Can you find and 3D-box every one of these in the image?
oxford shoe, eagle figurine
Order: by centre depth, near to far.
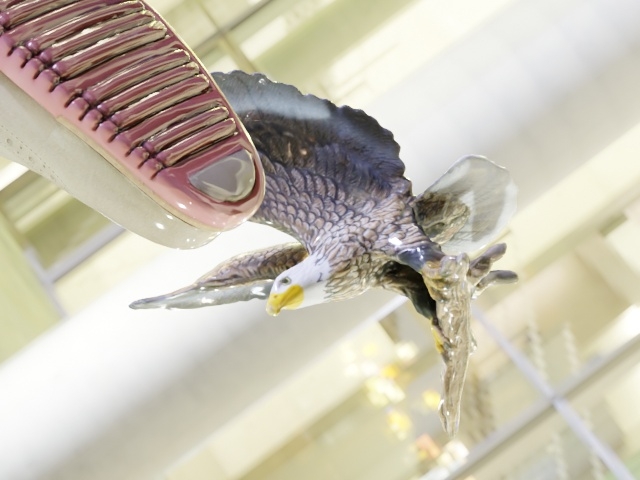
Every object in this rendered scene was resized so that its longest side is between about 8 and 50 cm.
[{"bbox_3d":[-0.181,-0.090,0.876,0.348,0.130,0.123,38,27,14],"label":"oxford shoe"},{"bbox_3d":[-0.006,0.001,1.436,0.298,0.226,0.225,22,3,26],"label":"eagle figurine"}]
